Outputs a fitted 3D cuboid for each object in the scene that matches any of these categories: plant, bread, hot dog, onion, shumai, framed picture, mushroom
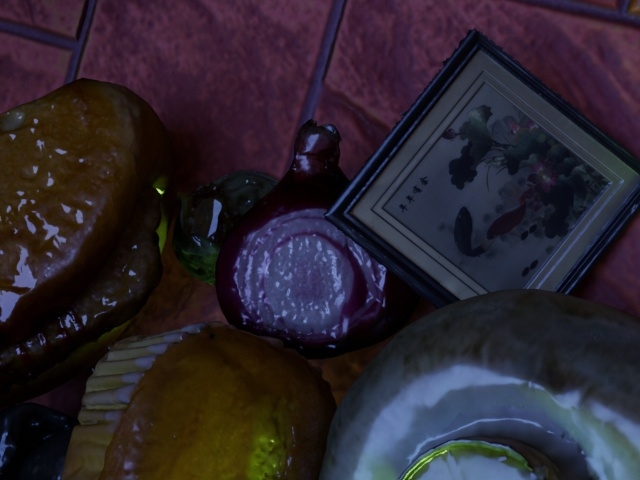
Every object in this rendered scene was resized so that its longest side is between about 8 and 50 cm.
[{"bbox_3d":[-0.248,0.230,1.456,0.256,0.164,0.141,-9,62,48],"label":"plant"},{"bbox_3d":[-0.095,0.208,1.239,0.156,0.204,0.288,-13,56,55],"label":"bread"},{"bbox_3d":[-0.302,0.031,1.420,0.405,0.185,0.223,-22,78,-6],"label":"hot dog"},{"bbox_3d":[-0.002,0.003,1.349,0.173,0.135,0.198,3,80,-7],"label":"onion"},{"bbox_3d":[-0.093,-0.012,1.435,0.124,0.087,0.099,-38,69,23],"label":"shumai"},{"bbox_3d":[0.136,-0.035,1.277,0.199,0.010,0.195,39,91,0],"label":"framed picture"},{"bbox_3d":[0.159,0.207,1.159,0.352,0.260,0.352,-2,84,22],"label":"mushroom"}]
